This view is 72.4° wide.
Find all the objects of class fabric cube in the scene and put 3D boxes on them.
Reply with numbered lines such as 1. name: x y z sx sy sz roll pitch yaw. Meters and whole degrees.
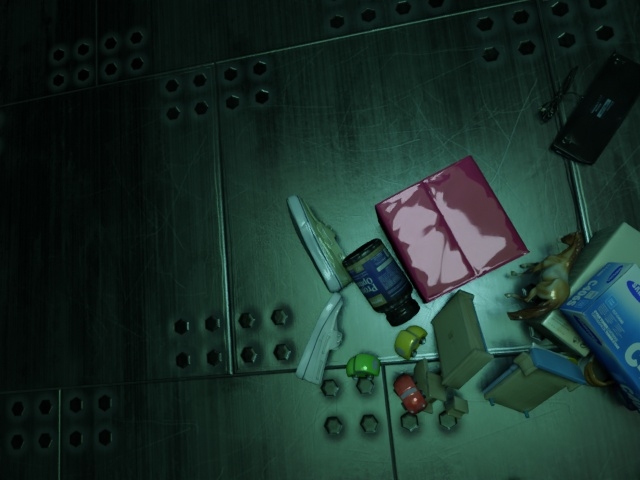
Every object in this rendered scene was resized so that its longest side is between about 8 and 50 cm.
1. fabric cube: 0.312 -0.012 1.094 0.259 0.254 0.258 -28 77 5

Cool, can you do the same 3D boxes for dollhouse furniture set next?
1. dollhouse furniture set: 0.435 0.315 1.112 0.304 0.198 0.286 21 127 -10

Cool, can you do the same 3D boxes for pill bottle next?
1. pill bottle: 0.165 0.112 1.157 0.123 0.123 0.219 -34 92 4

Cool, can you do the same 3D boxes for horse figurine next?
1. horse figurine: 0.531 0.098 1.040 0.066 0.174 0.263 46 53 -14

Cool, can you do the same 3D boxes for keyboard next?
1. keyboard: 0.727 -0.374 1.187 0.202 0.033 0.317 34 88 7

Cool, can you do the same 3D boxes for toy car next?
1. toy car: 0.163 0.324 1.136 0.225 0.053 0.238 -10 46 26

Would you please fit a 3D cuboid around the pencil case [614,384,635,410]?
1. pencil case: 0.791 0.349 1.043 0.152 0.064 0.070 -26 93 5

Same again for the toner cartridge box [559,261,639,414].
1. toner cartridge box: 0.695 0.231 0.945 0.165 0.075 0.347 -40 95 -8

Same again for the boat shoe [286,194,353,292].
1. boat shoe: 0.000 0.000 1.242 0.094 0.109 0.302 -26 86 -10

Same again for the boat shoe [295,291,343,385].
1. boat shoe: 0.018 0.270 1.198 0.084 0.095 0.258 24 97 9

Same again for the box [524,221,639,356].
1. box: 0.662 0.118 1.064 0.121 0.148 0.311 39 91 13

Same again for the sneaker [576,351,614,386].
1. sneaker: 0.744 0.245 1.040 0.106 0.123 0.290 43 90 16
